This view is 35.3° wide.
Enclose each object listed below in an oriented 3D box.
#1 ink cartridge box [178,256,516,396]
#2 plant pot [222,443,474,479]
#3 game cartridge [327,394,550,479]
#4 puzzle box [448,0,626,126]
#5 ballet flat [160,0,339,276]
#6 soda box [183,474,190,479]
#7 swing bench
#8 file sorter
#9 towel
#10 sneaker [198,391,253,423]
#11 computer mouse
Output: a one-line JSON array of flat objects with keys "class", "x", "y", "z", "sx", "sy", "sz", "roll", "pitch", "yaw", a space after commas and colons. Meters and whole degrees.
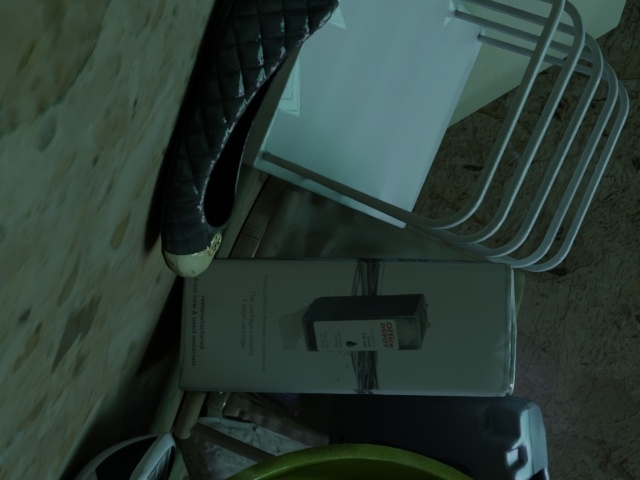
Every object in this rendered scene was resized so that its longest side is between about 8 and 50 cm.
[{"class": "ink cartridge box", "x": 0.020, "y": 0.057, "z": 0.718, "sx": 0.158, "sy": 0.217, "sz": 0.092, "roll": 13, "pitch": 79, "yaw": -88}, {"class": "plant pot", "x": -0.047, "y": 0.354, "z": 0.722, "sx": 0.353, "sy": 0.366, "sz": 0.367, "roll": -35, "pitch": -153, "yaw": 58}, {"class": "game cartridge", "x": 0.093, "y": 0.247, "z": 0.798, "sx": 0.060, "sy": 0.196, "sz": 0.294, "roll": -21, "pitch": 110, "yaw": -46}, {"class": "puzzle box", "x": 0.185, "y": -0.265, "z": 0.900, "sx": 0.272, "sy": 0.052, "sz": 0.409, "roll": -30, "pitch": 157, "yaw": -9}, {"class": "ballet flat", "x": -0.041, "y": -0.050, "z": 0.491, "sx": 0.057, "sy": 0.049, "sz": 0.173, "roll": -62, "pitch": 174, "yaw": -61}, {"class": "soda box", "x": -0.197, "y": 0.423, "z": 1.408, "sx": 0.061, "sy": 0.058, "sz": 0.181, "roll": -63, "pitch": 175, "yaw": -65}, {"class": "swing bench", "x": 0.022, "y": 0.108, "z": 0.955, "sx": 0.165, "sy": 0.253, "sz": 0.255, "roll": -65, "pitch": 176, "yaw": -46}, {"class": "file sorter", "x": 0.105, "y": -0.093, "z": 0.750, "sx": 0.277, "sy": 0.173, "sz": 0.193, "roll": 17, "pitch": 97, "yaw": -63}, {"class": "towel", "x": -0.024, "y": 0.288, "z": 1.072, "sx": 0.049, "sy": 0.187, "sz": 0.282, "roll": -42, "pitch": 143, "yaw": 21}, {"class": "sneaker", "x": -0.048, "y": 0.193, "z": 1.286, "sx": 0.281, "sy": 0.162, "sz": 0.106, "roll": -64, "pitch": 176, "yaw": -53}, {"class": "computer mouse", "x": -0.141, "y": 0.177, "z": 0.547, "sx": 0.193, "sy": 0.042, "sz": 0.106, "roll": -57, "pitch": 166, "yaw": -46}]
